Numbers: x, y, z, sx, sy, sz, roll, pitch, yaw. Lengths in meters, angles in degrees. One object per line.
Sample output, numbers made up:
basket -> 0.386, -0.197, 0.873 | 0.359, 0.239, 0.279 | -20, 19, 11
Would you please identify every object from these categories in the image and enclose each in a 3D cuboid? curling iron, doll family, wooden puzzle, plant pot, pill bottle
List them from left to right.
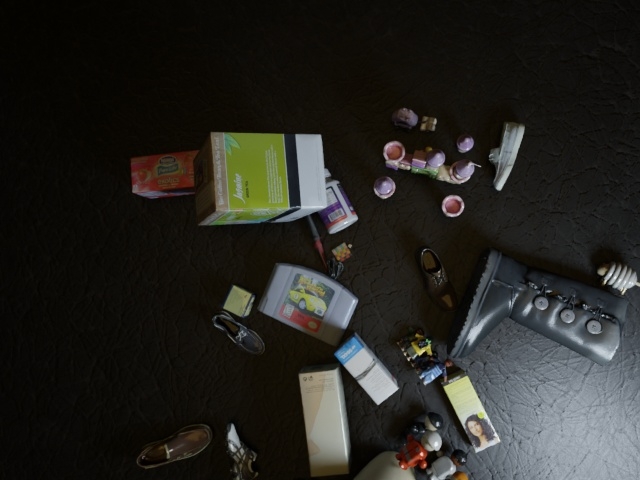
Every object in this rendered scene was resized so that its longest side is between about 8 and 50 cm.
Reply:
curling iron -> 0.000, 0.000, 1.746 | 0.068, 0.035, 0.274 | -29, 81, 30
pill bottle -> 0.031, -0.129, 1.718 | 0.108, 0.108, 0.194 | -27, 83, 4
wooden puzzle -> 0.070, 0.041, 1.753 | 0.083, 0.006, 0.049 | -32, 83, 4
plant pot -> 0.187, 0.753, 1.546 | 0.256, 0.274, 0.257 | 6, 108, 18
doll family -> 0.331, 0.358, 1.670 | 0.111, 0.076, 0.193 | -34, 84, 2

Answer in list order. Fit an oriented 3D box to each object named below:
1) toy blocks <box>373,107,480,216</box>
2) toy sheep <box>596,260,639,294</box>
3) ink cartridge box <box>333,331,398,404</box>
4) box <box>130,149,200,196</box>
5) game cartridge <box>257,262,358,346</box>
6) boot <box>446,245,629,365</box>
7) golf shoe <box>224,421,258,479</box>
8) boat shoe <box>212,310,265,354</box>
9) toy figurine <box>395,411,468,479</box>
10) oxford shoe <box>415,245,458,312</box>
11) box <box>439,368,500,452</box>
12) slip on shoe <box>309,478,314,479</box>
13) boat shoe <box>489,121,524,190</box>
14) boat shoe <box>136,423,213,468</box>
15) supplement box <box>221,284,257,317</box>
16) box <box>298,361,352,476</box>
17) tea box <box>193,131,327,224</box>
toy blocks -> 0.327, -0.253, 1.617 | 0.288, 0.260, 0.309 | 16, 88, 8
toy sheep -> 0.907, 0.111, 1.616 | 0.132, 0.091, 0.091 | 23, 89, 13
ink cartridge box -> 0.141, 0.393, 1.650 | 0.086, 0.148, 0.203 | -41, 83, 1
box -> -0.482, -0.219, 1.772 | 0.256, 0.128, 0.123 | -5, 86, 7
game cartridge -> -0.039, 0.194, 1.718 | 0.294, 0.060, 0.196 | 23, 95, 8
boot -> 0.653, 0.265, 1.616 | 0.445, 0.146, 0.367 | 23, 91, 3
golf shoe -> -0.256, 0.679, 1.722 | 0.093, 0.077, 0.198 | -13, 89, -9
boat shoe -> -0.274, 0.308, 1.744 | 0.206, 0.065, 0.075 | 38, 91, 7
toy figurine -> 0.341, 0.641, 1.579 | 0.148, 0.213, 0.209 | -41, 82, 13
oxford shoe -> 0.363, 0.124, 1.671 | 0.082, 0.096, 0.227 | -28, 85, 2
box -> 0.462, 0.526, 1.651 | 0.087, 0.058, 0.232 | -28, 83, 4
slip on shoe -> -0.028, 0.782, 1.697 | 0.135, 0.051, 0.041 | -10, 73, 12
boat shoe -> 0.576, -0.271, 1.687 | 0.081, 0.079, 0.228 | 19, 82, 14
boat shoe -> -0.475, 0.677, 1.727 | 0.257, 0.095, 0.095 | -25, 84, 4
supplement box -> -0.266, 0.199, 1.755 | 0.083, 0.056, 0.083 | 24, 89, 8
box -> 0.017, 0.551, 1.657 | 0.121, 0.148, 0.311 | -8, 84, 6
tea box -> -0.193, -0.174, 1.583 | 0.323, 0.329, 0.220 | -2, 85, -21
